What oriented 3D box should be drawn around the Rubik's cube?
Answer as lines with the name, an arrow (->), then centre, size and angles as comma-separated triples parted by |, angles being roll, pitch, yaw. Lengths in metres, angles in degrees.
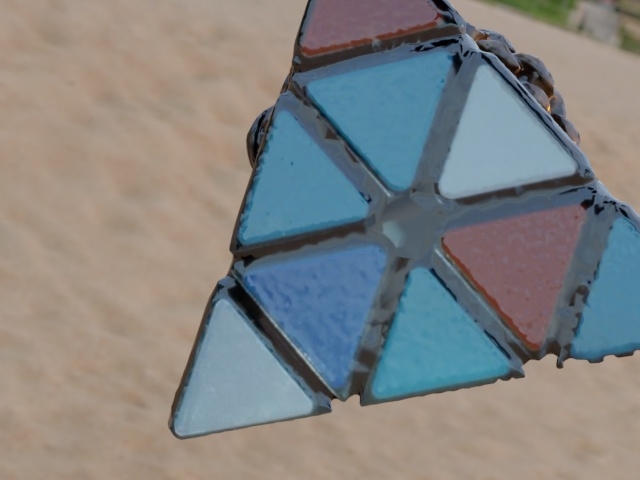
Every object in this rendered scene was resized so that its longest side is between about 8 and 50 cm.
Rubik's cube -> 0.000, 0.000, 0.905 | 0.250, 0.234, 0.284 | 57, -11, -26

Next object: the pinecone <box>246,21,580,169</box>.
pinecone -> 0.060, -0.047, 1.203 | 0.221, 0.221, 0.221 | 18, 9, -3
